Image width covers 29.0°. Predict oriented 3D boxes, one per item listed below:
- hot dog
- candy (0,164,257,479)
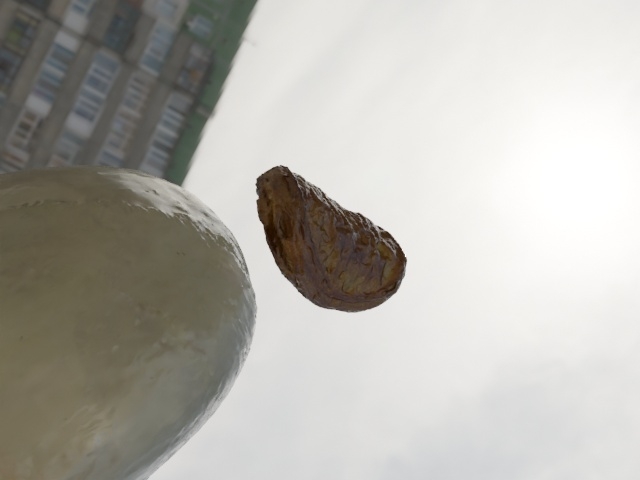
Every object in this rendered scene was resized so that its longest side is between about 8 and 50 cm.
[{"bbox_3d":[0.002,0.000,0.961,0.065,0.147,0.099,-41,-138,24],"label":"hot dog"},{"bbox_3d":[-0.178,0.056,0.716,0.295,0.185,0.295,-18,-152,10],"label":"candy"}]
